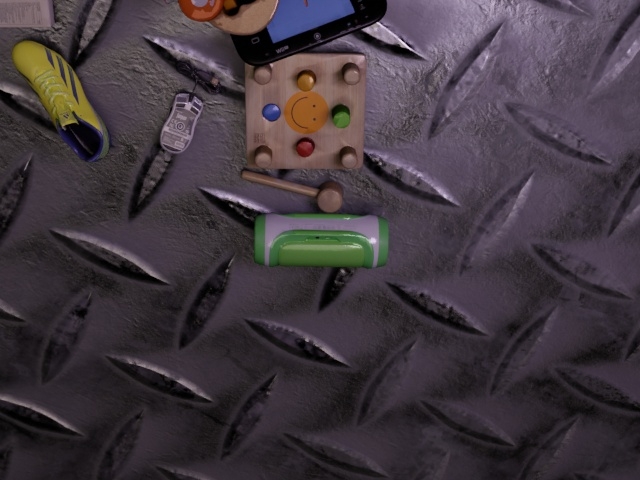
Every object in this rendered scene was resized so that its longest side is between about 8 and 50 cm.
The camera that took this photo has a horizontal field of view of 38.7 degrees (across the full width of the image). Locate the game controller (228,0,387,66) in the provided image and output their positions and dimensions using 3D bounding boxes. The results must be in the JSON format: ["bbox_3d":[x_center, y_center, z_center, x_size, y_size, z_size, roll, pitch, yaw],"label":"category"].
[{"bbox_3d":[-0.031,-0.465,1.822,0.319,0.067,0.166,-22,77,-3],"label":"game controller"}]

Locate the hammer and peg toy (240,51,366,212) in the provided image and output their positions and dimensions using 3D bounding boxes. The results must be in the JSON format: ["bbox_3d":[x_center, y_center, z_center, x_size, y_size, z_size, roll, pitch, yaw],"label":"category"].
[{"bbox_3d":[-0.039,-0.222,1.944,0.266,0.127,0.361,1,115,-3],"label":"hammer and peg toy"}]

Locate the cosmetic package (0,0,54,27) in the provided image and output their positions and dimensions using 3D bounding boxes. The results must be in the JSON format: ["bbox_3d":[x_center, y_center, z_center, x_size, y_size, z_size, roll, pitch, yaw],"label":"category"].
[{"bbox_3d":[-0.605,-0.466,1.854,0.115,0.041,0.060,1,114,-3],"label":"cosmetic package"}]

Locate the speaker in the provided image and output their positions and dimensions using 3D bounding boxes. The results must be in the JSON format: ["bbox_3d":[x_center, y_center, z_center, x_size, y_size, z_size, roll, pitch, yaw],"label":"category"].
[{"bbox_3d":[0.000,0.000,2.051,0.296,0.131,0.131,1,115,-3],"label":"speaker"}]

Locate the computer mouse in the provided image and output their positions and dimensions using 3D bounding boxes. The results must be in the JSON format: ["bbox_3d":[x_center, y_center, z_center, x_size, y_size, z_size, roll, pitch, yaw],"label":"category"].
[{"bbox_3d":[-0.292,-0.280,1.956,0.106,0.042,0.193,21,107,-17],"label":"computer mouse"}]

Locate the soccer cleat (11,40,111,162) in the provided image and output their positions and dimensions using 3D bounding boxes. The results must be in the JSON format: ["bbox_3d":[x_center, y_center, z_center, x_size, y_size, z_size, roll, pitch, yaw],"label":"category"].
[{"bbox_3d":[-0.536,-0.288,1.895,0.093,0.121,0.289,-29,112,11],"label":"soccer cleat"}]

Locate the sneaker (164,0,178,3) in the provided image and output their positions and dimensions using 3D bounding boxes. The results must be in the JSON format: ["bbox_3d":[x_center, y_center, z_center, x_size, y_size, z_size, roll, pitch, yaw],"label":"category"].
[{"bbox_3d":[-0.248,-0.588,1.788,0.111,0.103,0.252,4,121,-9],"label":"sneaker"}]

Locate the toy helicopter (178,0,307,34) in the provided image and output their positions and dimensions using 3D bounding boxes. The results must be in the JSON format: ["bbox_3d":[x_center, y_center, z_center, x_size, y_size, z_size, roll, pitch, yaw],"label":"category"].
[{"bbox_3d":[-0.128,-0.560,1.688,0.235,0.140,0.355,6,103,2],"label":"toy helicopter"}]
